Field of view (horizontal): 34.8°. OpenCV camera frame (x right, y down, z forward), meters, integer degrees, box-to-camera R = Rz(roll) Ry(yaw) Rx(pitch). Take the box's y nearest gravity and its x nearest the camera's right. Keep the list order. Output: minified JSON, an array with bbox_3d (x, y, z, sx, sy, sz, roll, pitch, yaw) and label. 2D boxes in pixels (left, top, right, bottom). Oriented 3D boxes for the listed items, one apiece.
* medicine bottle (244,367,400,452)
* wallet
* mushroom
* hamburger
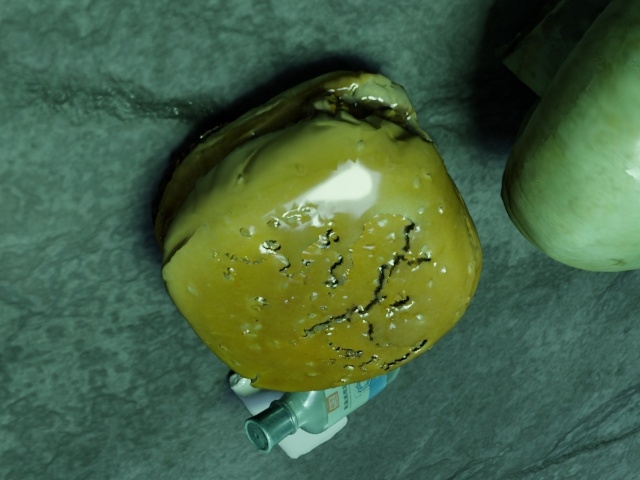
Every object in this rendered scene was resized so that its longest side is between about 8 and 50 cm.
[{"bbox_3d":[0.006,0.165,1.135,0.208,0.053,0.090,-30,128,-36],"label":"medicine bottle"},{"bbox_3d":[-0.032,0.187,1.191,0.095,0.033,0.190,-34,135,-2],"label":"wallet"},{"bbox_3d":[0.300,-0.136,0.945,0.352,0.260,0.352,-48,176,-4],"label":"mushroom"},{"bbox_3d":[-0.001,0.006,0.972,0.284,0.174,0.304,-28,130,7],"label":"hamburger"}]
